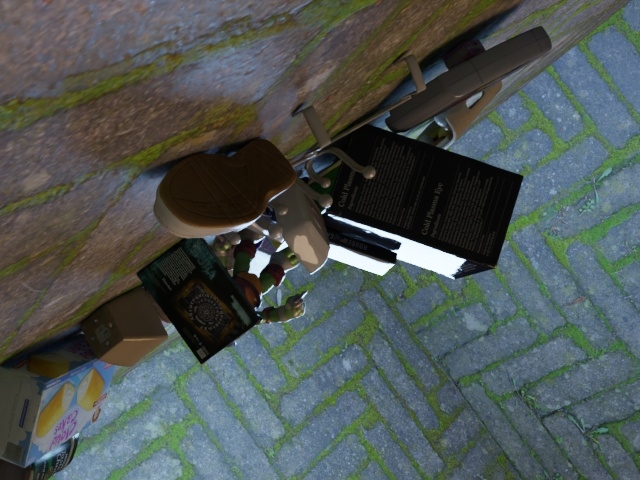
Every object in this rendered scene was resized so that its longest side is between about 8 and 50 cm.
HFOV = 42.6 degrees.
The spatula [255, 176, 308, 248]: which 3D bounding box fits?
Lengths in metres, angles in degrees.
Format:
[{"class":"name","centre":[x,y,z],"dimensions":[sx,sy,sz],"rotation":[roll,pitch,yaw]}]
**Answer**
[{"class":"spatula","centre":[-0.100,-0.048,1.678],"dimensions":[0.296,0.030,0.084],"rotation":[-46,-160,48]}]

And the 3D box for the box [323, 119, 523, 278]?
[{"class":"box","centre":[0.174,-0.065,1.570],"dimensions":[0.343,0.312,0.179],"rotation":[116,-8,-84]}]

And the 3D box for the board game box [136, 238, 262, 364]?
[{"class":"board game box","centre":[-0.200,0.094,1.362],"dimensions":[0.126,0.186,0.026],"rotation":[-36,179,4]}]

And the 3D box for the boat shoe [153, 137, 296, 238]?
[{"class":"boat shoe","centre":[-0.120,-0.045,0.968],"dimensions":[0.096,0.098,0.277],"rotation":[-38,177,26]}]

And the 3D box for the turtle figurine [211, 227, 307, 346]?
[{"class":"turtle figurine","centre":[-0.107,0.053,1.546],"dimensions":[0.266,0.197,0.275],"rotation":[-70,173,-57]}]

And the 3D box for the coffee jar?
[{"class":"coffee jar","centre":[-0.501,0.384,1.452],"dimensions":[0.184,0.079,0.096],"rotation":[-35,145,-78]}]

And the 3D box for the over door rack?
[{"class":"over door rack","centre":[0.003,-0.113,1.216],"dimensions":[0.239,0.108,0.324],"rotation":[-34,176,-38]}]

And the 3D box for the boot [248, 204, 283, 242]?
[{"class":"boot","centre":[-0.101,-0.057,1.463],"dimensions":[0.086,0.069,0.190],"rotation":[-69,163,-3]}]

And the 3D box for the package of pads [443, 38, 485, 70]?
[{"class":"package of pads","centre":[0.250,-0.323,1.429],"dimensions":[0.050,0.032,0.083],"rotation":[-33,179,34]}]

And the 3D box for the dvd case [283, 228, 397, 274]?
[{"class":"dvd case","centre":[0.029,0.011,1.665],"dimensions":[0.179,0.238,0.030],"rotation":[111,-3,-81]}]

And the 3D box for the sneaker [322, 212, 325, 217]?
[{"class":"sneaker","centre":[0.002,-0.001,1.811],"dimensions":[0.051,0.089,0.170],"rotation":[-33,176,-38]}]

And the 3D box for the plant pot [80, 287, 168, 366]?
[{"class":"plant pot","centre":[-0.359,0.159,1.464],"dimensions":[0.109,0.109,0.096],"rotation":[-37,163,21]}]

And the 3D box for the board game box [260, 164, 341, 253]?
[{"class":"board game box","centre":[-0.020,-0.072,1.938],"dimensions":[0.242,0.064,0.316],"rotation":[-35,177,-20]}]

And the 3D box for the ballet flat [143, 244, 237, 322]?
[{"class":"ballet flat","centre":[-0.238,0.091,1.637],"dimensions":[0.107,0.106,0.316],"rotation":[-34,179,29]}]

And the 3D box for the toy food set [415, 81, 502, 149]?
[{"class":"toy food set","centre":[0.312,-0.302,2.091],"dimensions":[0.220,0.092,0.306],"rotation":[-47,-176,-28]}]

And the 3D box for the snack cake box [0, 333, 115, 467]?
[{"class":"snack cake box","centre":[-0.462,0.269,1.427],"dimensions":[0.264,0.089,0.152],"rotation":[-25,132,-76]}]

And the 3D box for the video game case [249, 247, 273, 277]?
[{"class":"video game case","centre":[-0.196,0.084,1.889],"dimensions":[0.183,0.023,0.201],"rotation":[-41,162,7]}]

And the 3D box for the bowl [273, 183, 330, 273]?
[{"class":"bowl","centre":[-0.030,-0.030,1.416],"dimensions":[0.053,0.142,0.142],"rotation":[-23,139,12]}]

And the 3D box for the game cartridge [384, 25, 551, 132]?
[{"class":"game cartridge","centre":[0.267,-0.284,1.431],"dimensions":[0.294,0.060,0.196],"rotation":[-31,178,-33]}]

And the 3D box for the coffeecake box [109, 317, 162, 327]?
[{"class":"coffeecake box","centre":[-0.333,0.140,1.689],"dimensions":[0.142,0.068,0.185],"rotation":[-36,177,19]}]
